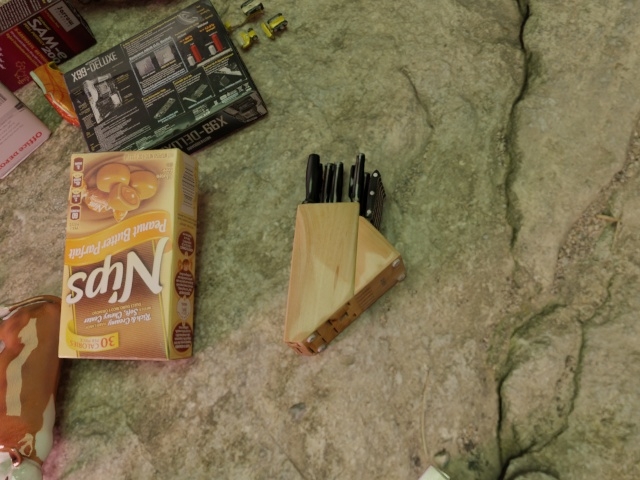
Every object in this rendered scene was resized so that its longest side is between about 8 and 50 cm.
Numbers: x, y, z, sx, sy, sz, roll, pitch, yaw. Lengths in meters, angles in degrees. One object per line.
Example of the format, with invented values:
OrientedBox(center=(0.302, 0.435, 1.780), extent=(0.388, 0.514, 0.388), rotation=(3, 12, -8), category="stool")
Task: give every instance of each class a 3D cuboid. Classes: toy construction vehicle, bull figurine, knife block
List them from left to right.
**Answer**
OrientedBox(center=(-0.470, 0.234, 0.993), extent=(0.188, 0.101, 0.310), rotation=(2, 68, 16), category="bull figurine")
OrientedBox(center=(-0.120, -0.402, 1.222), extent=(0.098, 0.035, 0.086), rotation=(-35, 75, 0), category="toy construction vehicle")
OrientedBox(center=(0.000, 0.000, 0.990), extent=(0.275, 0.088, 0.242), rotation=(-41, 64, -6), category="knife block")

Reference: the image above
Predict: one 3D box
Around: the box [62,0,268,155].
OrientedBox(center=(-0.281, -0.261, 1.163), extent=(0.307, 0.076, 0.242), rotation=(-28, 66, 2), category="box")

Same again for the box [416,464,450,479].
OrientedBox(center=(0.060, 0.422, 0.809), extent=(0.063, 0.067, 0.324), rotation=(39, 81, 25), category="box")

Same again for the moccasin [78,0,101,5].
OrientedBox(center=(-0.458, -0.544, 1.311), extent=(0.380, 0.147, 0.139), rotation=(0, 82, 9), category="moccasin")

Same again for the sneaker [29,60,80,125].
OrientedBox(center=(-0.489, -0.284, 1.240), extent=(0.067, 0.064, 0.175), rotation=(-36, 66, -11), category="sneaker")

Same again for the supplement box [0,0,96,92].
OrientedBox(center=(-0.576, -0.383, 1.264), extent=(0.239, 0.130, 0.073), rotation=(-32, 65, 0), category="supplement box")

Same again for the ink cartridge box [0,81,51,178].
OrientedBox(center=(-0.602, -0.217, 1.166), extent=(0.139, 0.191, 0.082), rotation=(-45, 64, -8), category="ink cartridge box")

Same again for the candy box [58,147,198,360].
OrientedBox(center=(-0.292, 0.023, 1.010), extent=(0.183, 0.087, 0.316), rotation=(-1, 81, 13), category="candy box")
